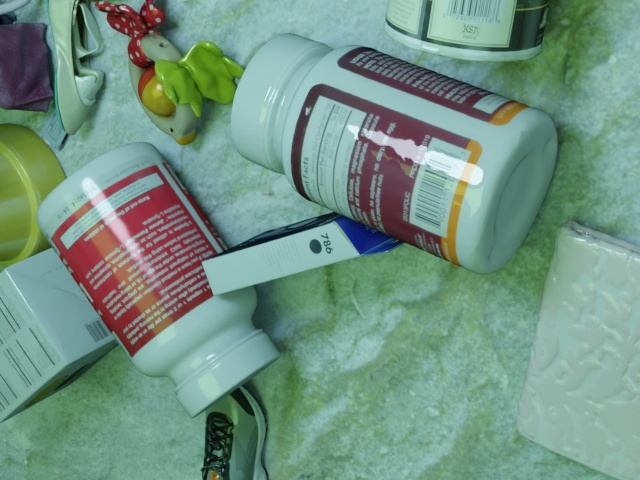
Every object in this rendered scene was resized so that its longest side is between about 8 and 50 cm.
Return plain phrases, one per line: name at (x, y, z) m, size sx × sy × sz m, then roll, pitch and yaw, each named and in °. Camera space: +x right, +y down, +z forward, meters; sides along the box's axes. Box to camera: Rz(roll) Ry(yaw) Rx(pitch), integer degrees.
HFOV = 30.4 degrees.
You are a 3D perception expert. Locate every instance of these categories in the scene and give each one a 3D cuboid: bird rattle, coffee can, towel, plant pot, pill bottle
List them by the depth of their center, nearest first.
coffee can at (0.190, -0.374, 1.403) m, size 0.202 × 0.201 × 0.275 m, roll 21°, pitch 119°, yaw 28°
towel at (0.426, 0.170, 1.538) m, size 0.317 × 0.053 × 0.331 m, roll 21°, pitch 119°, yaw 27°
pill bottle at (0.090, -0.126, 1.554) m, size 0.392 × 0.224 × 0.224 m, roll 25°, pitch 120°, yaw 26°
bird rattle at (-0.252, -0.258, 1.815) m, size 0.253 × 0.143 × 0.207 m, roll 37°, pitch 141°, yaw 22°
pill bottle at (-0.248, 0.065, 1.862) m, size 0.229 × 0.229 × 0.407 m, roll -40°, pitch 82°, yaw 38°
plant pot at (-0.610, -0.058, 2.067) m, size 0.254 × 0.239 × 0.254 m, roll 13°, pitch 115°, yaw 30°

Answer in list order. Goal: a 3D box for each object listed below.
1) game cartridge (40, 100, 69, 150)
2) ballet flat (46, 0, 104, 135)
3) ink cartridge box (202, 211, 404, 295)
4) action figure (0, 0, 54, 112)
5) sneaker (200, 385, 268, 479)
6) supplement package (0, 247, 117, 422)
game cartridge at (-0.456, -0.204, 2.044) m, size 0.056 × 0.017 × 0.083 m, roll 44°, pitch 127°, yaw 9°
ballet flat at (-0.398, -0.295, 1.934) m, size 0.086 × 0.086 × 0.248 m, roll 7°, pitch 110°, yaw 33°
ink cartridge box at (0.000, 0.000, 1.703) m, size 0.333 × 0.165 × 0.065 m, roll -14°, pitch 97°, yaw 37°
action figure at (-0.583, -0.279, 1.879) m, size 0.248 × 0.370 × 0.275 m, roll 27°, pitch 117°, yaw 22°
sneaker at (-0.154, 0.357, 1.985) m, size 0.100 × 0.108 × 0.271 m, roll 5°, pitch 109°, yaw 36°
supplement package at (-0.495, 0.157, 2.090) m, size 0.263 × 0.199 × 0.198 m, roll -38°, pitch 85°, yaw 38°
